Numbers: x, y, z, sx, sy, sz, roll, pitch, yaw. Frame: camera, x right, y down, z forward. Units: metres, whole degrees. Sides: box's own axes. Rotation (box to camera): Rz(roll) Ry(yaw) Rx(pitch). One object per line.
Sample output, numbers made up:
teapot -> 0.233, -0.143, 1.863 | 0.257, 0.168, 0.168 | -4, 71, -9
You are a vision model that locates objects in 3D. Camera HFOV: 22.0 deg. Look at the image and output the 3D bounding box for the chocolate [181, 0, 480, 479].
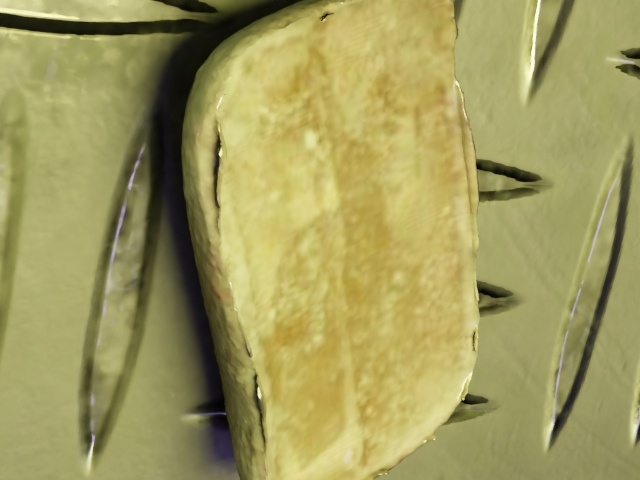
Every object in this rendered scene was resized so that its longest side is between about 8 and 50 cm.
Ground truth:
chocolate -> 0.000, 0.000, 0.956 | 0.185, 0.100, 0.303 | -24, 124, -30
